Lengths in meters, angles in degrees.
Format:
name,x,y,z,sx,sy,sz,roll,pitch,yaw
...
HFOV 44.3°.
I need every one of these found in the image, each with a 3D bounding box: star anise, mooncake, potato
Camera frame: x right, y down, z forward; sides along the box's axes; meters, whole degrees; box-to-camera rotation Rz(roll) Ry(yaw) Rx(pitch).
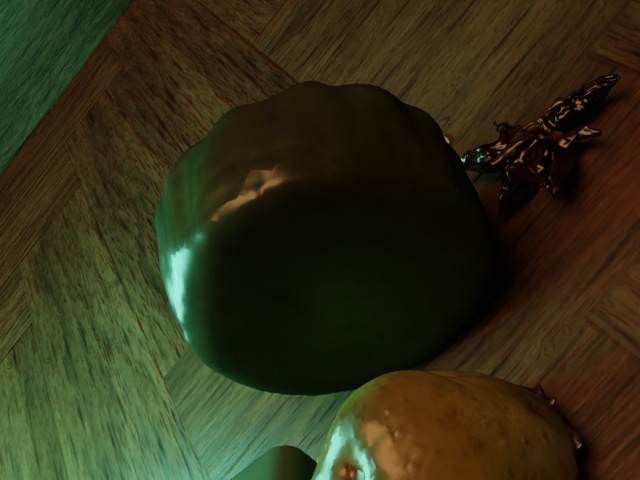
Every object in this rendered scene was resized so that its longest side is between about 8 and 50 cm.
name,x,y,z,sx,sy,sz,roll,pitch,yaw
star anise,0.251,-0.098,0.915,0.212,0.053,0.157,-17,52,36
mooncake,0.000,0.000,0.870,0.356,0.356,0.194,-39,39,20
potato,0.099,0.238,0.711,0.242,0.242,0.285,12,75,50

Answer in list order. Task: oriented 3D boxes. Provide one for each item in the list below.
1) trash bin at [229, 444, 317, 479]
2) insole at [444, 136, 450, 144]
name,x,y,z,sx,sy,sz,roll,pitch,yaw
trash bin,-0.066,0.385,0.744,0.223,0.158,0.343,-40,22,19
insole,0.101,-0.085,1.103,0.197,0.004,0.065,-35,43,25
